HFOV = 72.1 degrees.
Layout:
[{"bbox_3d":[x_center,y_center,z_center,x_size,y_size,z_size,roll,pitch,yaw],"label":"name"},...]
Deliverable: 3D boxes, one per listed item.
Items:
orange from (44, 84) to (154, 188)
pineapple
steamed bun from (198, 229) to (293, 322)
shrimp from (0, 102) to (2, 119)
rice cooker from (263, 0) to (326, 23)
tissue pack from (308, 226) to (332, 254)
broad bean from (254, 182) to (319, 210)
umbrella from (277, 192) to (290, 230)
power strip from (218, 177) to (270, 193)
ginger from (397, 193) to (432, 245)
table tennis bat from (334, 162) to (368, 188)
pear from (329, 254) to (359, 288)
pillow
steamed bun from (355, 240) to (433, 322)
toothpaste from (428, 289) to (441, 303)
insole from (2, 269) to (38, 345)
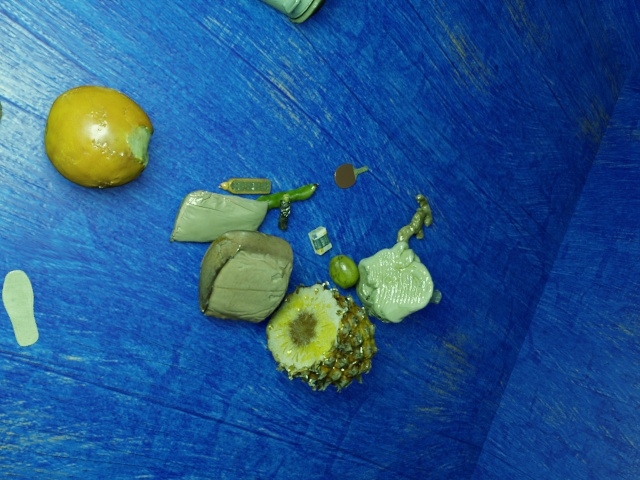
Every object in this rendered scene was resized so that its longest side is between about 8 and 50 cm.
[{"bbox_3d":[-0.510,-0.235,1.019,0.240,0.240,0.240,-7,103,-35],"label":"orange"},{"bbox_3d":[0.016,0.328,1.458,0.300,0.352,0.352,43,72,-41],"label":"pineapple"},{"bbox_3d":[-0.230,0.086,1.304,0.251,0.199,0.301,15,123,-28],"label":"steamed bun"},{"bbox_3d":[-0.867,-0.323,0.828,0.445,0.110,0.221,15,83,-41],"label":"shrimp"},{"bbox_3d":[-0.087,-0.770,1.222,0.316,0.264,0.317,17,60,-32],"label":"rice cooker"},{"bbox_3d":[0.000,0.000,1.561,0.062,0.042,0.083,-32,116,-31],"label":"tissue pack"},{"bbox_3d":[-0.116,-0.140,1.444,0.256,0.053,0.052,-20,79,-28],"label":"broad bean"},{"bbox_3d":[-0.117,-0.090,1.421,0.037,0.040,0.144,5,136,-7],"label":"umbrella"},{"bbox_3d":[-0.232,-0.169,1.368,0.178,0.028,0.049,-4,102,-35],"label":"power strip"},{"bbox_3d":[0.402,-0.056,1.840,0.149,0.065,0.259,34,76,-38],"label":"ginger"},{"bbox_3d":[0.113,-0.246,1.622,0.156,0.013,0.087,-25,110,-29],"label":"table tennis bat"},{"bbox_3d":[0.086,0.113,1.605,0.107,0.107,0.131,-37,122,-26],"label":"pear"},{"bbox_3d":[-0.296,-0.057,1.307,0.270,0.067,0.173,8,112,-38],"label":"pillow"},{"bbox_3d":[0.275,0.169,1.691,0.280,0.207,0.268,-27,82,-6],"label":"steamed bun"},{"bbox_3d":[0.390,0.225,1.883,0.299,0.073,0.114,12,91,-30],"label":"toothpaste"},{"bbox_3d":[-0.729,0.166,1.070,0.063,0.010,0.192,-12,105,-35],"label":"insole"}]
